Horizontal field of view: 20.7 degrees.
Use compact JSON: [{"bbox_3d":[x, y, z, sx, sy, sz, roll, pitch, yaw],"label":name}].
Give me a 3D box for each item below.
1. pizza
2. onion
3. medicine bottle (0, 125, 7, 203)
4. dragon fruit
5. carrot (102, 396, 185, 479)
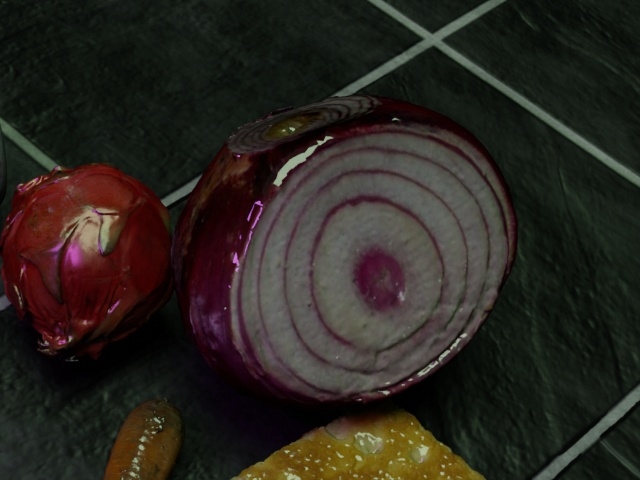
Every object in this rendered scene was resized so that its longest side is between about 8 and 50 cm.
[{"bbox_3d":[0.052,0.225,1.613,0.292,0.058,0.197,6,44,-8],"label":"pizza"},{"bbox_3d":[0.000,0.000,1.676,0.336,0.282,0.260,-36,24,-17],"label":"onion"},{"bbox_3d":[-0.462,-0.083,1.741,0.273,0.165,0.165,-13,50,-20],"label":"medicine bottle"},{"bbox_3d":[-0.223,0.016,1.692,0.172,0.172,0.209,-4,57,-14],"label":"dragon fruit"},{"bbox_3d":[-0.171,0.222,1.576,0.060,0.060,0.186,16,51,5],"label":"carrot"}]
